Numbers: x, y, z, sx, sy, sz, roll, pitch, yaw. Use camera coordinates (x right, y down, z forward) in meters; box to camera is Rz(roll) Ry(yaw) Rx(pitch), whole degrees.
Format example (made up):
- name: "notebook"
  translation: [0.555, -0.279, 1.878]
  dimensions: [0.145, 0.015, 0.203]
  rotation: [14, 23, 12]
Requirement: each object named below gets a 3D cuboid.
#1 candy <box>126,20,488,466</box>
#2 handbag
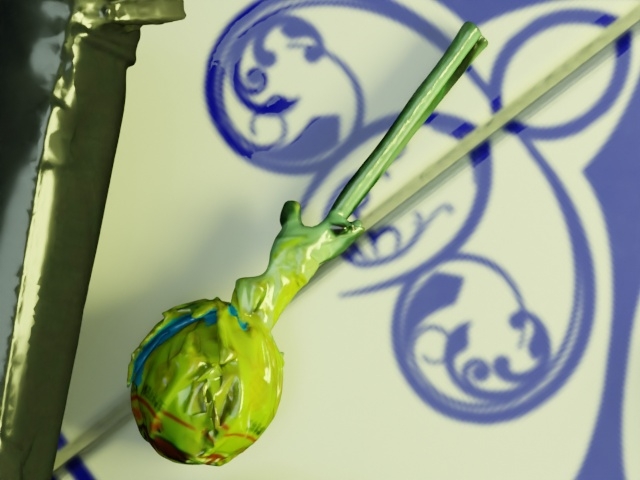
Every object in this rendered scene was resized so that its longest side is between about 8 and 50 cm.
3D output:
- name: "candy"
  translation: [-0.002, -0.002, 0.744]
  dimensions: [0.077, 0.073, 0.262]
  rotation: [36, 87, 28]
- name: "handbag"
  translation: [-0.184, 0.011, 0.707]
  dimensions: [0.275, 0.178, 0.302]
  rotation: [8, 89, 23]
